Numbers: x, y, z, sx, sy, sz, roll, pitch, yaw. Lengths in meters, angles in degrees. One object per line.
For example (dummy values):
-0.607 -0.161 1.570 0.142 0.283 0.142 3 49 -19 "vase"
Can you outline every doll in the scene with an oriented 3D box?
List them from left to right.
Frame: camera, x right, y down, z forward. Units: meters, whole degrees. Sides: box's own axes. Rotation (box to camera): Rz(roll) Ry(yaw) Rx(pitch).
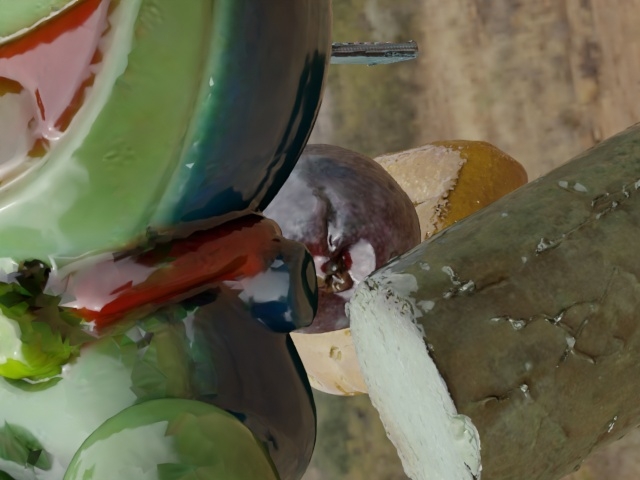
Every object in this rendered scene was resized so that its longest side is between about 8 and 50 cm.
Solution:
-0.090 -0.033 0.429 0.186 0.199 0.321 -2 -95 -72 "doll"

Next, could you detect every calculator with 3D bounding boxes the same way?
0.016 -0.171 1.179 0.057 0.172 0.018 -9 90 51 "calculator"

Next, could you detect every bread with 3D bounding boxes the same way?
0.079 0.028 1.616 0.148 0.328 0.337 39 -120 -37 "bread"

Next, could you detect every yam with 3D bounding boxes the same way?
0.164 0.032 0.759 0.168 0.304 0.168 46 153 33 "yam"

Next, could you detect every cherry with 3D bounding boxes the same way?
-0.002 -0.008 1.241 0.195 0.195 0.195 170 90 -84 "cherry"
